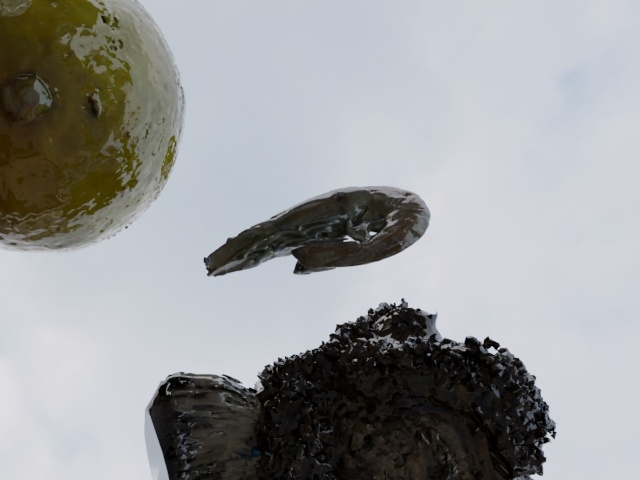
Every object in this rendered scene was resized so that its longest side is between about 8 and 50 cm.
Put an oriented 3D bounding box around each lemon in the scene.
[{"bbox_3d":[-0.218,-0.102,1.303,0.236,0.263,0.236,1,-66,3],"label":"lemon"}]

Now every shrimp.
[{"bbox_3d":[0.000,0.000,1.574,0.126,0.223,0.047,-132,-153,-55],"label":"shrimp"}]

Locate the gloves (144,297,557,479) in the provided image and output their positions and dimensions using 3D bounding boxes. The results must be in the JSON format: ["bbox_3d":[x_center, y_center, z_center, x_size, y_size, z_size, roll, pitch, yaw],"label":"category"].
[{"bbox_3d":[0.021,0.155,1.262,0.312,0.135,0.210,-3,-84,3],"label":"gloves"}]
